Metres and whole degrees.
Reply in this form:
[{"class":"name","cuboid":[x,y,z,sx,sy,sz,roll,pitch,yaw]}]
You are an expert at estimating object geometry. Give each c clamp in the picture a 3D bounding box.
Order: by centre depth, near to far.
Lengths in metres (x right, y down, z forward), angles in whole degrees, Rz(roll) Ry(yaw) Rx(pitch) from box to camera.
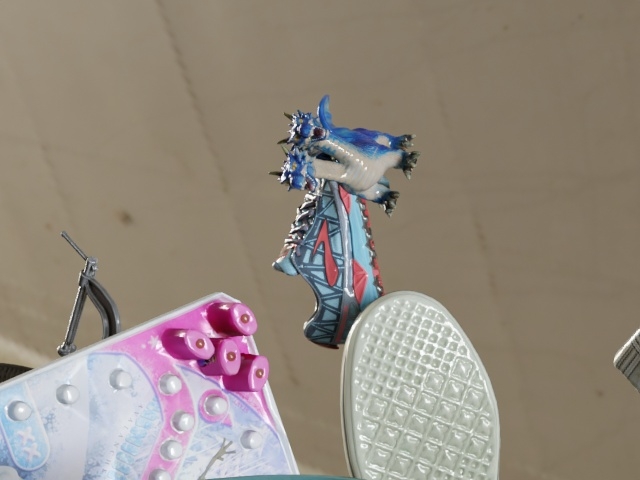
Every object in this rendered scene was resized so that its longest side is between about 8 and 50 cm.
[{"class":"c clamp","cuboid":[-0.255,0.091,1.807,0.137,0.022,0.160,41,-54,39]}]

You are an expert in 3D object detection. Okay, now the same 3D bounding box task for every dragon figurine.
[{"class":"dragon figurine","cuboid":[0.018,-0.095,1.700,0.144,0.085,0.289,25,13,-7]}]

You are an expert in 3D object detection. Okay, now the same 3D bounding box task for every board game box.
[{"class":"board game box","cuboid":[-0.154,0.283,1.192,0.050,0.390,0.390,-5,-74,60]}]

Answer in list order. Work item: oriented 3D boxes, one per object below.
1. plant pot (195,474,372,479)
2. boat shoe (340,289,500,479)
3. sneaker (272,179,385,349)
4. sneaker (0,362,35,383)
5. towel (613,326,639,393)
[{"class":"plant pot","cuboid":[-0.054,0.284,0.920,0.293,0.293,0.235,4,-77,55]},{"class":"boat shoe","cuboid":[0.130,0.289,1.930,0.156,0.187,0.500,-138,-151,-71]},{"class":"sneaker","cuboid":[0.000,0.000,1.954,0.104,0.125,0.262,83,-5,-84]},{"class":"sneaker","cuboid":[-0.230,0.237,1.560,0.295,0.178,0.124,22,16,-35]},{"class":"towel","cuboid":[0.503,0.177,1.880,0.324,0.056,0.312,56,-45,20]}]
